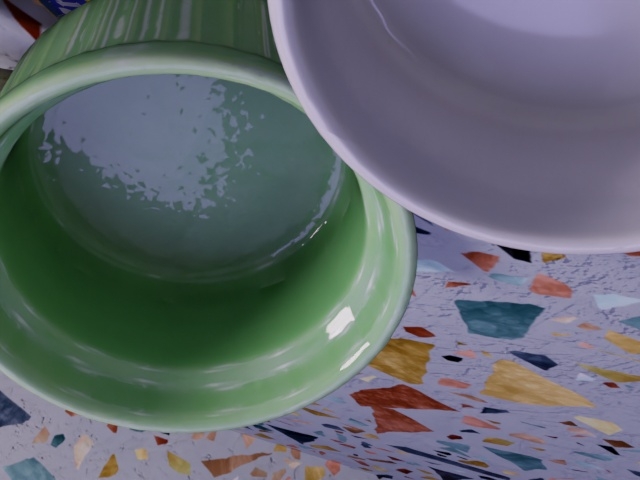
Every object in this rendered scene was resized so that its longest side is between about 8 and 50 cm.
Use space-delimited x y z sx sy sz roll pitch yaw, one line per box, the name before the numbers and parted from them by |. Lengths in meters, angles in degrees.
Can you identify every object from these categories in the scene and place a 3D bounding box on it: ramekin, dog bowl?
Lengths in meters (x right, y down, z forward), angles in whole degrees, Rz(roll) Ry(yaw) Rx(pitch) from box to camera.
ramekin | -0.092 -0.025 0.707 0.303 0.148 0.303 -2 128 -3
dog bowl | 0.115 -0.123 0.449 0.265 0.104 0.265 7 133 7

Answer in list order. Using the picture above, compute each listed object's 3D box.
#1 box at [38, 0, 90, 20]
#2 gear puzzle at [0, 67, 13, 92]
box | -0.177 -0.200 0.684 0.059 0.054 0.169 4 156 29
gear puzzle | -0.204 -0.068 0.860 0.339 0.175 0.044 0 -135 -54
